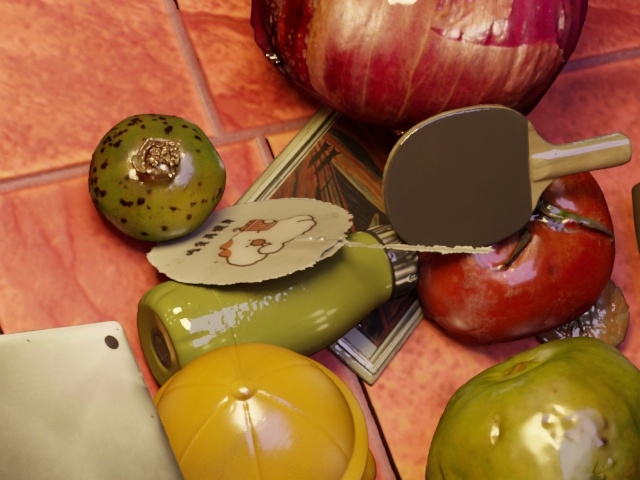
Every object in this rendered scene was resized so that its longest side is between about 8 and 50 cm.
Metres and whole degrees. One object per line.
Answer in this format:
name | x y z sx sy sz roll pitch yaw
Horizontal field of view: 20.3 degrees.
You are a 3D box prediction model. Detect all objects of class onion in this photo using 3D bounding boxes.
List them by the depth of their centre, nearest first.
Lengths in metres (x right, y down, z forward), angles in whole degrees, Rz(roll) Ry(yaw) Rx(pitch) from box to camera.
onion | 0.114 -0.293 1.694 0.347 0.385 0.348 15 34 -11

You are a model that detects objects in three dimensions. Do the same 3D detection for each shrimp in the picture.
shrimp | 0.232 0.056 1.807 0.180 0.041 0.099 32 74 -10

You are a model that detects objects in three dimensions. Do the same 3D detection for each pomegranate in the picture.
pomegranate | -0.149 -0.063 1.626 0.130 0.130 0.130 9 65 -21

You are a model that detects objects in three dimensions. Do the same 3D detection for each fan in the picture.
fan | 0.000 -0.001 1.588 0.191 0.329 0.009 -42 129 -53

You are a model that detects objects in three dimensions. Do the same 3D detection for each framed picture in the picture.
framed picture | 0.044 -0.022 1.762 0.216 0.016 0.273 41 58 -3

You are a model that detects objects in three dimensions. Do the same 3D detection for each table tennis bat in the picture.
table tennis bat | 0.173 -0.064 1.649 0.246 0.022 0.138 -13 115 -16

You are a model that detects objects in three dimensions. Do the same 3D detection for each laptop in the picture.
laptop | -0.180 0.186 1.346 0.187 0.015 0.269 -6 64 -40

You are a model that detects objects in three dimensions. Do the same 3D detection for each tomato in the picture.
tomato | 0.186 -0.015 1.738 0.227 0.101 0.228 5 68 -12

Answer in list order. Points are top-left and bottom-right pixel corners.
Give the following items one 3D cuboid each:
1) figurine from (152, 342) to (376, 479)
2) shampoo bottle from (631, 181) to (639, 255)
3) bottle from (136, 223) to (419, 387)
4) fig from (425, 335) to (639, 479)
figurine | -0.039 0.177 1.513 0.192 0.257 0.167 16 82 24
shampoo bottle | 0.408 0.099 1.836 0.125 0.084 0.350 -3 70 -23
bottle | -0.032 0.055 1.628 0.260 0.112 0.112 -20 78 -25
fig | 0.224 0.246 1.604 0.233 0.233 0.314 -13 69 -28
